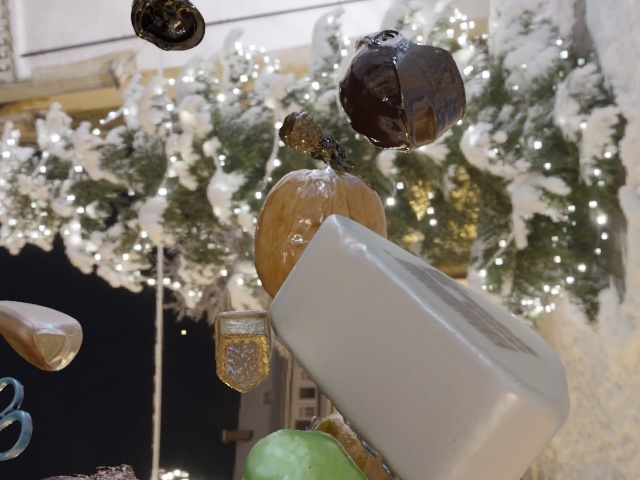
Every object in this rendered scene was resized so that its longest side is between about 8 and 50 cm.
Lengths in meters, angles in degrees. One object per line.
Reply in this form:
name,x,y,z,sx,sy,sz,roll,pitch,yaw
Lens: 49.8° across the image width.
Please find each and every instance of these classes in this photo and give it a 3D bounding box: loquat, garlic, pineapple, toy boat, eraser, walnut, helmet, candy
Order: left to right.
garlic,-0.536,0.156,1.245,0.128,0.267,0.148,-48,-37,-48
helmet,-0.256,-0.375,1.146,0.123,0.098,0.070,13,-140,-35
toy boat,-0.153,0.228,1.368,0.061,0.116,0.188,-100,10,-53
candy,-0.015,0.348,0.777,0.142,0.132,0.343,-105,11,-45
pineapple,-0.001,-0.171,1.260,0.159,0.074,0.074,32,-135,-31
walnut,0.000,0.000,1.010,0.195,0.196,0.221,8,-89,-77
loquat,0.049,0.400,1.171,0.244,0.244,0.243,-5,-90,-77
helmet,0.138,-0.290,1.421,0.177,0.306,0.224,-46,-41,-27
eraser,0.096,0.109,0.738,0.149,0.331,0.331,-60,-8,12

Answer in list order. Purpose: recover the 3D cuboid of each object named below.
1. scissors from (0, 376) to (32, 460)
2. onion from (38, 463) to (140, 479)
scissors,-0.537,0.315,1.034,0.030,0.256,0.125,42,-166,-54
onion,-0.236,0.307,0.704,0.163,0.230,0.230,-58,-32,-31
